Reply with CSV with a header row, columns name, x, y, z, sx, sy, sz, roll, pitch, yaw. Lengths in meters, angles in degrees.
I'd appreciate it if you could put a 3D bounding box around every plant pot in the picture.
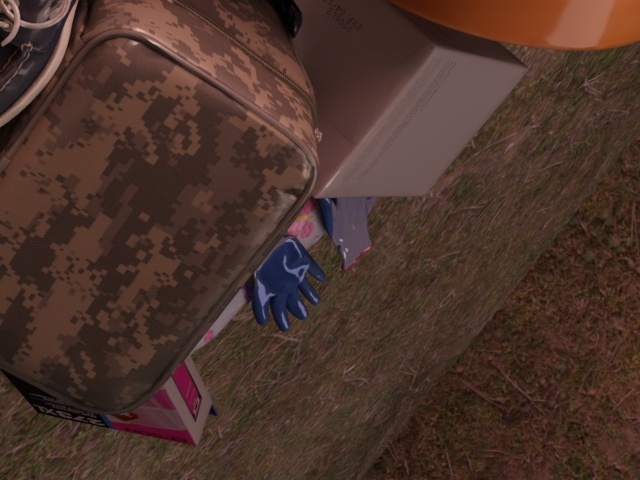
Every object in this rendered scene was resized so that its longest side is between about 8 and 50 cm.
name,x,y,z,sx,sy,sz,roll,pitch,yaw
plant pot,0.176,-0.314,1.461,0.291,0.291,0.203,-30,141,-47

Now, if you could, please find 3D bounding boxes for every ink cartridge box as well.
name,x,y,z,sx,sy,sz,roll,pitch,yaw
ink cartridge box,-0.209,0.134,1.688,0.371,0.176,0.069,78,24,-73

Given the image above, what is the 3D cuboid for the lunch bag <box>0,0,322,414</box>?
name,x,y,z,sx,sy,sz,roll,pitch,yaw
lunch bag,-0.146,-0.063,1.311,0.305,0.213,0.256,-52,-159,21

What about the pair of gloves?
name,x,y,z,sx,sy,sz,roll,pitch,yaw
pair of gloves,0.000,0.000,1.775,0.198,0.023,0.159,-41,145,-21

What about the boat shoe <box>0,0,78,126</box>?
name,x,y,z,sx,sy,sz,roll,pitch,yaw
boat shoe,-0.189,-0.178,1.122,0.254,0.095,0.079,-51,166,9

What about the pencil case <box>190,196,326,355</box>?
name,x,y,z,sx,sy,sz,roll,pitch,yaw
pencil case,-0.096,0.018,1.789,0.273,0.113,0.124,-44,125,-19

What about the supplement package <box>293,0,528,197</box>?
name,x,y,z,sx,sy,sz,roll,pitch,yaw
supplement package,0.042,-0.157,1.623,0.175,0.177,0.293,-52,163,16
